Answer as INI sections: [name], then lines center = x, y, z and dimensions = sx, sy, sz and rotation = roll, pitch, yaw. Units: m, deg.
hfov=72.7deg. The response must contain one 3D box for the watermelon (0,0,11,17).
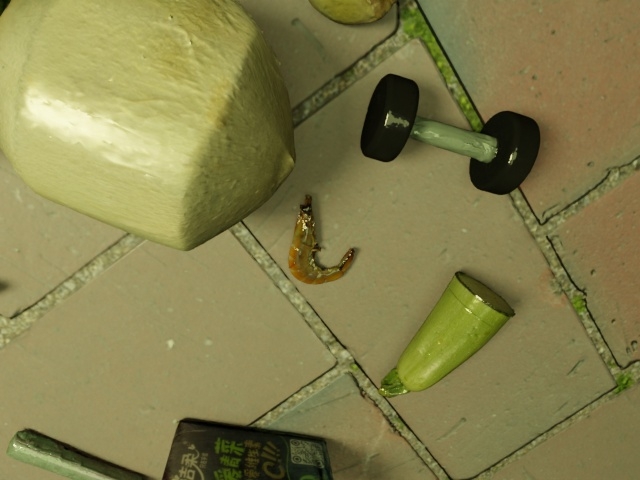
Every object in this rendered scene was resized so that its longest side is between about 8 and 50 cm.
[watermelon]
center = -0.378, -0.185, 0.370
dimensions = 0.242, 0.242, 0.242
rotation = -2, 107, -6

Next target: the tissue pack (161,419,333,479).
[tissue pack]
center = -0.097, 0.336, 0.594
dimensions = 0.235, 0.173, 0.073
rotation = 11, 104, -11

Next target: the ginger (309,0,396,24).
[ginger]
center = 0.045, -0.349, 0.457
dimensions = 0.137, 0.074, 0.213
rotation = 11, 99, -10

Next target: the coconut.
[coconut]
center = -0.144, -0.116, 0.417
dimensions = 0.247, 0.245, 0.245
rotation = 24, 103, -14

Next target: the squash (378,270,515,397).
[squash]
center = 0.160, 0.150, 0.619
dimensions = 0.094, 0.094, 0.224
rotation = 35, 107, -15

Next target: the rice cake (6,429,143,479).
[rice cake]
center = -0.350, 0.333, 0.637
dimensions = 0.207, 0.033, 0.033
rotation = 30, 100, -14

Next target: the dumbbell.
[dumbbell]
center = 0.150, -0.124, 0.520
dimensions = 0.191, 0.100, 0.100
rotation = 14, 105, -10

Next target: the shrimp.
[shrimp]
center = 0.000, 0.000, 0.579
dimensions = 0.091, 0.025, 0.127
rotation = -4, 112, -5
